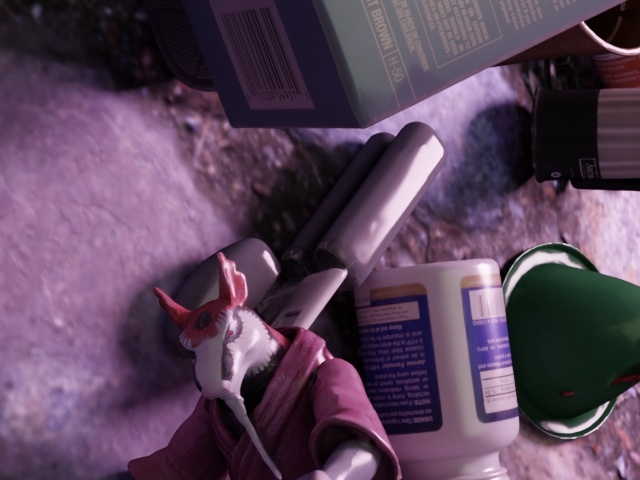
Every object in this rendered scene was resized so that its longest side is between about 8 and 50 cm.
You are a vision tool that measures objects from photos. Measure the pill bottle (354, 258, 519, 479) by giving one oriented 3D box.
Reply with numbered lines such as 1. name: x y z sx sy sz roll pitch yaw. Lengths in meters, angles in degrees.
1. pill bottle: 0.089 0.112 1.191 0.112 0.112 0.186 -2 84 -45

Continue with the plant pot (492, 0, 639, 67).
1. plant pot: 0.171 -0.215 1.295 0.167 0.165 0.167 10 76 -43

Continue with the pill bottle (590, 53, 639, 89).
1. pill bottle: 0.292 -0.213 1.445 0.121 0.121 0.216 -40 111 -41

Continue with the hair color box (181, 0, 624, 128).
1. hair color box: 0.115 -0.195 1.043 0.374 0.185 0.113 -27 106 -24

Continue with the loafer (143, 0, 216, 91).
1. loafer: -0.089 -0.257 1.107 0.095 0.109 0.302 -30 111 -62

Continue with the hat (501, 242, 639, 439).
1. hat: 0.279 0.075 1.333 0.208 0.183 0.173 -5 85 -45

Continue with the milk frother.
1. milk frother: 0.258 -0.117 1.383 0.129 0.135 0.143 33 58 -72

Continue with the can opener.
1. can opener: 0.000 0.000 1.150 0.280 0.074 0.093 -49 115 -39

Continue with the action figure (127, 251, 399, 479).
1. action figure: 0.014 0.167 1.012 0.276 0.248 0.370 -34 109 -44
